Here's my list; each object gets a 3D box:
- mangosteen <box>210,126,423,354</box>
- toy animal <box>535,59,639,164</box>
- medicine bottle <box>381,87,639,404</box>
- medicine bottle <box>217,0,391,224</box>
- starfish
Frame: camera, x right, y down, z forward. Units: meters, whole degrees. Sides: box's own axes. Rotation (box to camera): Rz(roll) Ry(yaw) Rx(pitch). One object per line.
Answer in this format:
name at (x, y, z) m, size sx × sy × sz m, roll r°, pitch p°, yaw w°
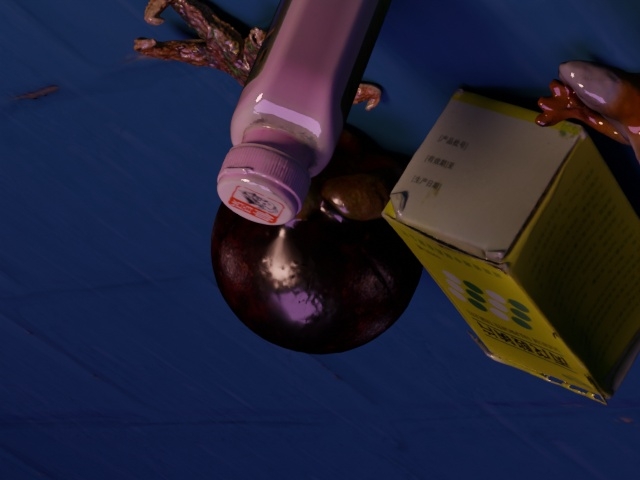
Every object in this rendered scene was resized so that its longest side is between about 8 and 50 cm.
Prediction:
mangosteen at (0.000, 0.000, 1.530) m, size 0.209 × 0.210 × 0.210 m, roll 17°, pitch 155°, yaw 8°
toy animal at (0.315, -0.076, 1.247) m, size 0.302 × 0.225 × 0.284 m, roll 21°, pitch 180°, yaw 33°
medicine bottle at (0.175, 0.007, 1.425) m, size 0.137 × 0.141 × 0.250 m, roll 18°, pitch 161°, yaw 39°
medicine bottle at (-0.011, -0.117, 1.249) m, size 0.078 × 0.219 × 0.115 m, roll 22°, pitch 154°, yaw -2°
starfish at (-0.049, -0.150, 1.441) m, size 0.209 × 0.053 × 0.150 m, roll 17°, pitch 168°, yaw 0°
